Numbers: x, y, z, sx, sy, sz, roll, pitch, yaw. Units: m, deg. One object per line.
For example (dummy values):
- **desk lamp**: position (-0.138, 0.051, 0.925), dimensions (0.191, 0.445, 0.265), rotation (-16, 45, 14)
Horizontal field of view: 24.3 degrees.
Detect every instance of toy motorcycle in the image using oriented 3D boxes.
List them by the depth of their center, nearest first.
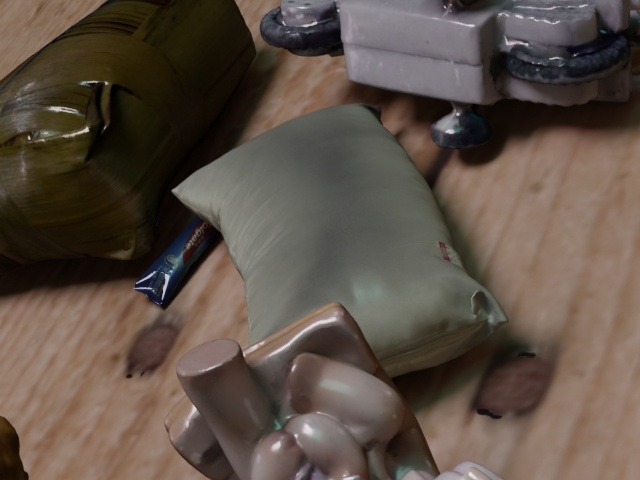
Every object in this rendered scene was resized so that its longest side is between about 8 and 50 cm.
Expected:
- **toy motorcycle**: position (0.095, -0.145, 0.954), dimensions (0.260, 0.110, 0.171), rotation (12, 34, 36)

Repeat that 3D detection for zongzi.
- **zongzi**: position (-0.208, -0.077, 1.074), dimensions (0.289, 0.123, 0.260), rotation (-12, 34, 31)

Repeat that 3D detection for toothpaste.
- **toothpaste**: position (-0.087, 0.008, 0.963), dimensions (0.027, 0.019, 0.083), rotation (27, 61, 23)

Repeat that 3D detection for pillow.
- **pillow**: position (-0.001, 0.000, 0.855), dimensions (0.144, 0.078, 0.254), rotation (-24, 34, 0)

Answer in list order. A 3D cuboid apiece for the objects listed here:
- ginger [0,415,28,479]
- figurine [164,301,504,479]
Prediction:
- **ginger**: position (-0.299, 0.241, 0.691), dimensions (0.254, 0.176, 0.418), rotation (7, 54, 33)
- **figurine**: position (0.013, 0.139, 0.618), dimensions (0.162, 0.141, 0.236), rotation (-30, 35, 9)
